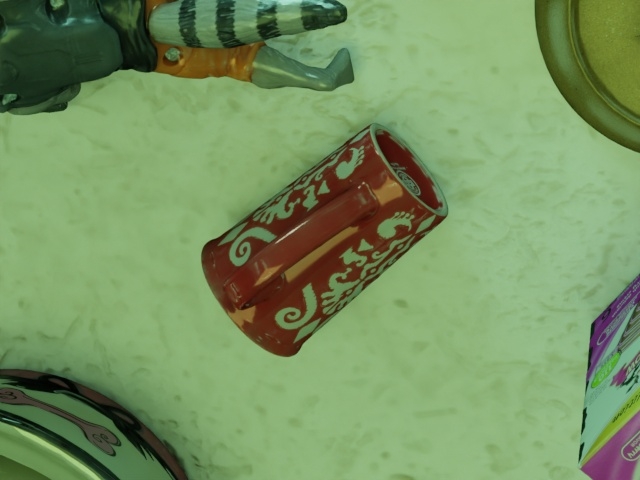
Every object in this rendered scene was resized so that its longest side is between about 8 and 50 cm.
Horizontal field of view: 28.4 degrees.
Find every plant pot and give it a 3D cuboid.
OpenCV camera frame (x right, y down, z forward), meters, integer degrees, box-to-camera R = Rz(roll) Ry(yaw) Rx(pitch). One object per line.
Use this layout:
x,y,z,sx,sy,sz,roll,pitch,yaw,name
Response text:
0.269,-0.164,0.891,0.236,0.032,0.236,5,112,13,plant pot

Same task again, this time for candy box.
0.257,0.070,0.870,0.071,0.233,0.159,38,114,-2,candy box

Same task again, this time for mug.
0.007,0.005,0.961,0.169,0.150,0.113,-39,111,19,mug

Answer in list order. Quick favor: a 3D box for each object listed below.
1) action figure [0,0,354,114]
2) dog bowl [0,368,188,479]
-0.158,-0.197,0.868,0.330,0.178,0.341,-12,136,1,action figure
-0.281,0.296,1.135,0.408,0.150,0.407,5,111,13,dog bowl
